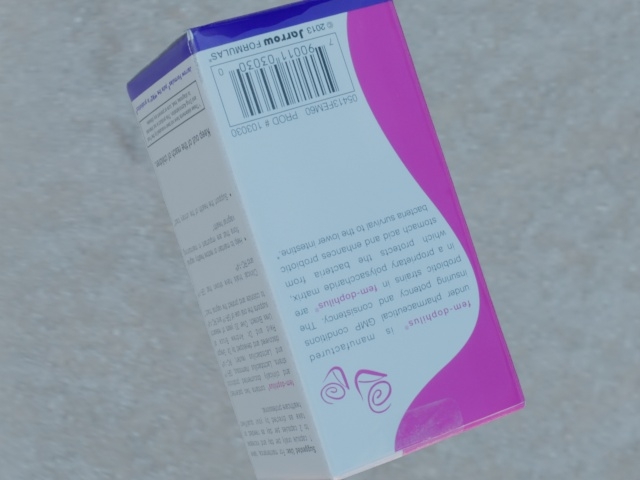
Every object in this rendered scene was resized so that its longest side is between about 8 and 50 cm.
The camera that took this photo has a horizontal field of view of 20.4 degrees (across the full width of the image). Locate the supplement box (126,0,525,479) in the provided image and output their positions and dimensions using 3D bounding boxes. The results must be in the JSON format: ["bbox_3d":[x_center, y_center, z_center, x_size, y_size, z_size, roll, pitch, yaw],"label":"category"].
[{"bbox_3d":[0.000,0.000,0.884,0.111,0.114,0.220,-17,88,-23],"label":"supplement box"}]
